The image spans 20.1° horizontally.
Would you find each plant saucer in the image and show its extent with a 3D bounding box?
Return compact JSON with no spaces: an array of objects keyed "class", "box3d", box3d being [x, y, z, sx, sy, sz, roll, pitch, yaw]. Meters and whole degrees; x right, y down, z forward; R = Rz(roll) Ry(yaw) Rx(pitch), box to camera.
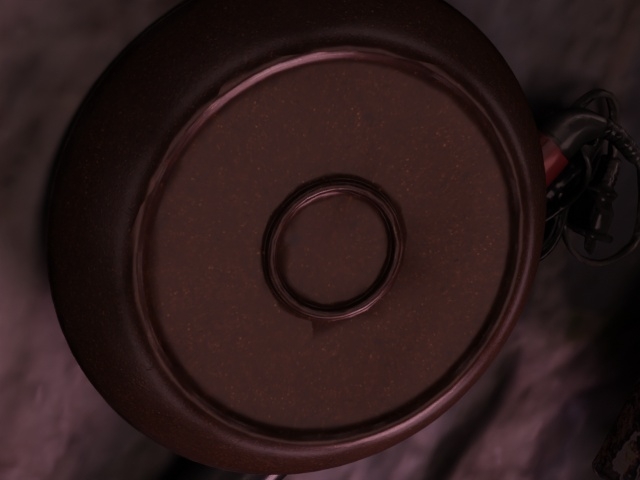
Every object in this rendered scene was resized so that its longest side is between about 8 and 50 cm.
[{"class":"plant saucer","box3d":[0.000,0.000,0.565,0.168,0.029,0.168,-6,109,-18]}]

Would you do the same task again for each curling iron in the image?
[{"class":"curling iron","box3d":[0.011,0.052,0.623,0.274,0.035,0.068,-43,130,-4]}]

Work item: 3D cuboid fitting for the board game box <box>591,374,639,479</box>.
[{"class":"board game box","box3d":[0.281,0.019,0.678,0.232,0.141,0.291,27,93,-39]}]
